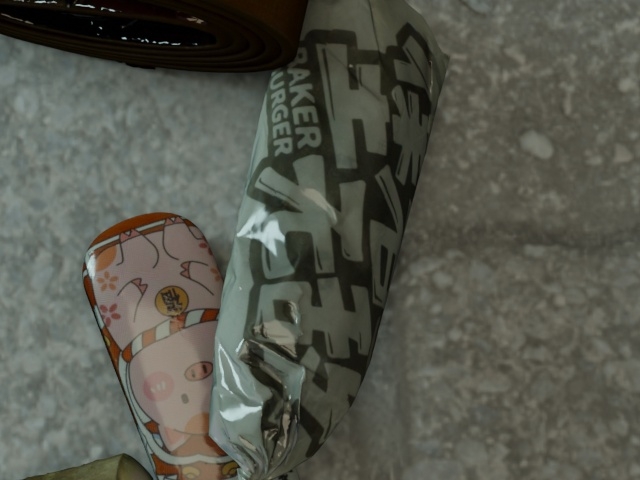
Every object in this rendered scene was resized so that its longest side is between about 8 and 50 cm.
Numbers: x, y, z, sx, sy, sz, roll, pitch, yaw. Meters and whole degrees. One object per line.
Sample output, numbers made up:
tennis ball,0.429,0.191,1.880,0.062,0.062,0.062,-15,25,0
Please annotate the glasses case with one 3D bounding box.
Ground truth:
glasses case,-0.099,0.107,1.090,0.103,0.067,0.267,-22,81,-11

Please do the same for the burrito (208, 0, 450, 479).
burrito,0.000,0.000,1.067,0.139,0.101,0.445,22,65,-23

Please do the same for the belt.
belt,-0.168,-0.213,1.064,0.338,0.217,0.122,10,80,19

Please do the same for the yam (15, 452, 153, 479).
yam,-0.301,0.217,1.061,0.356,0.081,0.081,-10,80,-2
